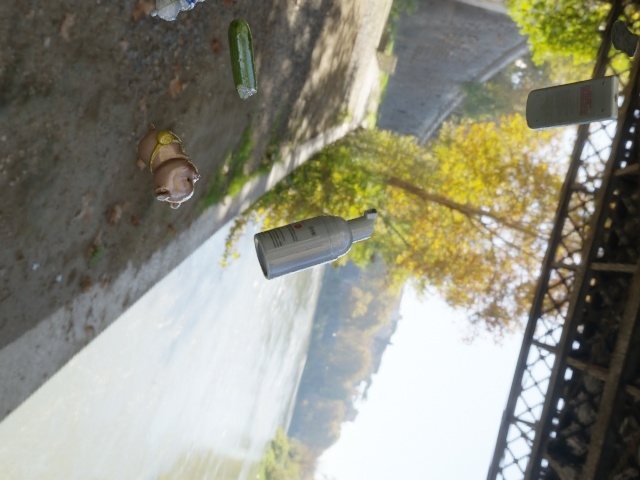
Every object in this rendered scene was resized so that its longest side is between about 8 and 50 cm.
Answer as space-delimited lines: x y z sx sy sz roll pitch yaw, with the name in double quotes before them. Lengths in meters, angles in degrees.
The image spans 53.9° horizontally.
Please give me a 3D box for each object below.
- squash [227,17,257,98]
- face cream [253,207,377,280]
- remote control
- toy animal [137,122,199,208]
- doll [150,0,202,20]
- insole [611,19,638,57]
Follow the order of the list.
"squash" -0.222 -0.513 1.796 0.069 0.069 0.238 -72 164 -47
"face cream" 0.000 0.000 1.854 0.145 0.370 0.145 165 -90 -76
"remote control" 0.504 -0.275 1.273 0.190 0.029 0.087 -1 -94 49
"toy animal" -0.447 -0.229 1.839 0.165 0.149 0.247 25 44 -74
"doll" -0.271 -0.525 1.333 0.227 0.114 0.057 -48 120 -36
"insole" 0.722 -0.480 1.499 0.193 0.006 0.065 -78 172 -59
